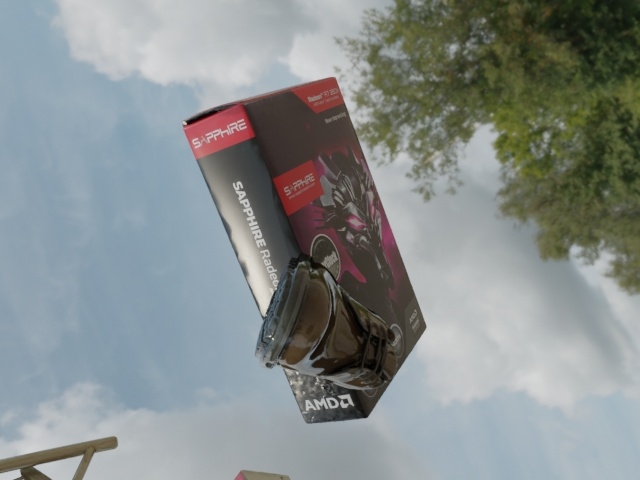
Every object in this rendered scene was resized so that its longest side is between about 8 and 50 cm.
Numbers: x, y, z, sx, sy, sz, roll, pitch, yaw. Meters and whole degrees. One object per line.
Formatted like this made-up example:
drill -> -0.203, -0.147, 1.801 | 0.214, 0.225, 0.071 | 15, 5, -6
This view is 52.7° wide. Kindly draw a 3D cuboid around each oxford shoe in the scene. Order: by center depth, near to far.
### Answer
oxford shoe -> 0.013, 0.065, 0.467 | 0.096, 0.082, 0.227 | 19, 171, 11

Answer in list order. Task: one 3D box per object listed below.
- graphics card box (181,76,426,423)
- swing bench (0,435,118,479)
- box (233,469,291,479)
graphics card box -> 0.000, 0.000, 0.779 | 0.233, 0.094, 0.370 | -37, -71, -58
swing bench -> -0.406, 0.417, 0.880 | 0.165, 0.255, 0.253 | -88, -3, -66
box -> -0.158, 0.630, 1.399 | 0.149, 0.232, 0.127 | 25, -165, -41
